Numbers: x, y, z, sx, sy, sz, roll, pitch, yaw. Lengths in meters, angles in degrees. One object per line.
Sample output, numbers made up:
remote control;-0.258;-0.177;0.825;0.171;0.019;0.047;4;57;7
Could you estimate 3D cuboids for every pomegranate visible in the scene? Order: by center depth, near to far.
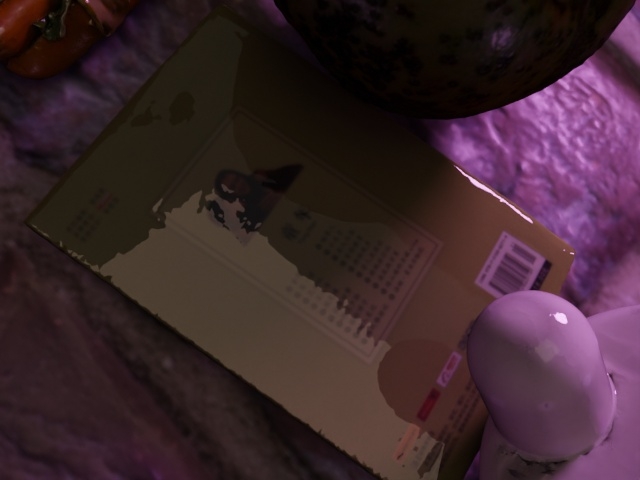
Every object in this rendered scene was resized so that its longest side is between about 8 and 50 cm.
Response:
pomegranate;0.059;-0.246;0.491;0.285;0.285;0.340;-35;53;-16

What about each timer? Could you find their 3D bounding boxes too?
timer;0.204;0.136;0.400;0.233;0.240;0.234;-17;45;18

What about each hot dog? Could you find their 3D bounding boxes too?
hot dog;-0.172;-0.230;0.524;0.109;0.072;0.270;29;72;2

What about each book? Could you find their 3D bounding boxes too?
book;0.000;0.000;0.509;0.352;0.035;0.239;35;71;2
